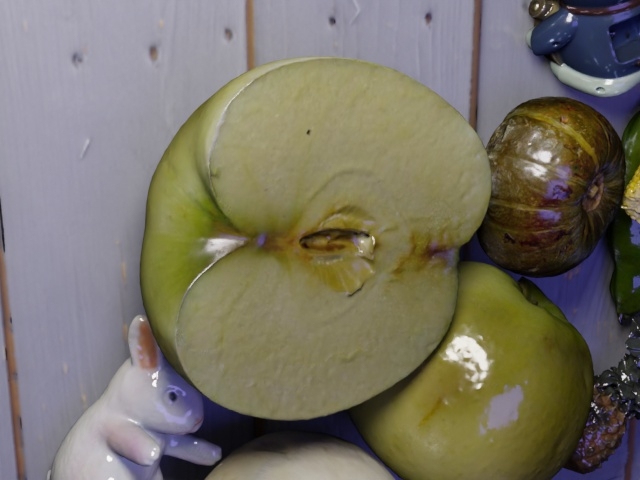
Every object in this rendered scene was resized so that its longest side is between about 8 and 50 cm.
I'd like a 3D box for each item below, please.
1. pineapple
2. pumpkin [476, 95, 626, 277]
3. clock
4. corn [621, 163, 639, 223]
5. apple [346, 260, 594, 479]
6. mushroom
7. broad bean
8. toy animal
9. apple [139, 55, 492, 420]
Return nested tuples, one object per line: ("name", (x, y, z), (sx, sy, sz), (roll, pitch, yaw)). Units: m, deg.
("pineapple", (0.387, 0.196, 1.900), (0.237, 0.119, 0.111), (-44, 84, -9))
("pumpkin", (0.254, -0.066, 1.695), (0.219, 0.162, 0.219), (-35, 137, -41))
("clock", (0.326, -0.298, 1.645), (0.199, 0.146, 0.243), (-24, 127, -13))
("corn", (0.457, -0.119, 1.783), (0.248, 0.081, 0.081), (-50, 127, -26))
("apple", (0.190, 0.178, 1.711), (0.295, 0.233, 0.258), (27, 107, -36))
("mushroom", (-0.039, 0.392, 1.621), (0.356, 0.315, 0.315), (-45, 124, -7))
("broad bean", (0.411, -0.042, 1.846), (0.098, 0.056, 0.318), (1, 108, -28))
("toy animal", (-0.181, 0.193, 1.575), (0.282, 0.138, 0.140), (-55, 160, 7))
("apple", (0.000, 0.000, 1.509), (0.360, 0.312, 0.320), (5, 147, -37))
